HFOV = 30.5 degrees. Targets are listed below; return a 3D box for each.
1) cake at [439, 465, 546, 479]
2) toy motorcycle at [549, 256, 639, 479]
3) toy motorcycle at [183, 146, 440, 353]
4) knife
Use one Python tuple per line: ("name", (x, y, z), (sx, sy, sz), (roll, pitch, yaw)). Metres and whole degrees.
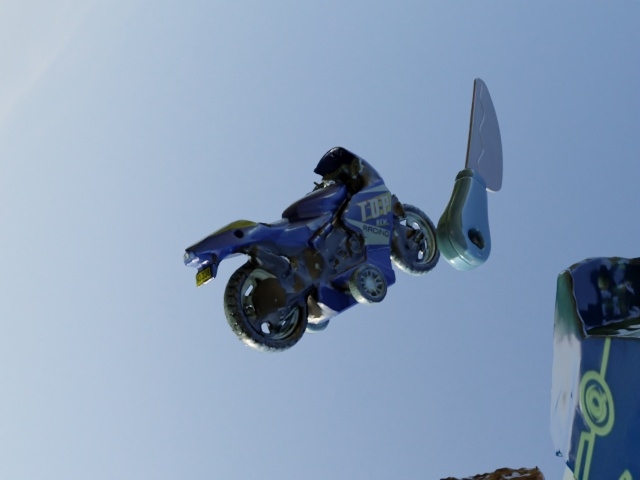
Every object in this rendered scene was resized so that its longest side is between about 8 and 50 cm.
("cake", (0.064, 0.226, 0.874), (0.116, 0.295, 0.112), (-131, -133, -81))
("toy motorcycle", (0.211, 0.073, 0.574), (0.326, 0.191, 0.200), (-41, -118, 54))
("toy motorcycle", (0.000, 0.000, 1.202), (0.315, 0.169, 0.113), (-25, 177, -42))
("knife", (0.143, -0.063, 1.057), (0.032, 0.058, 0.244), (-36, -156, 38))
